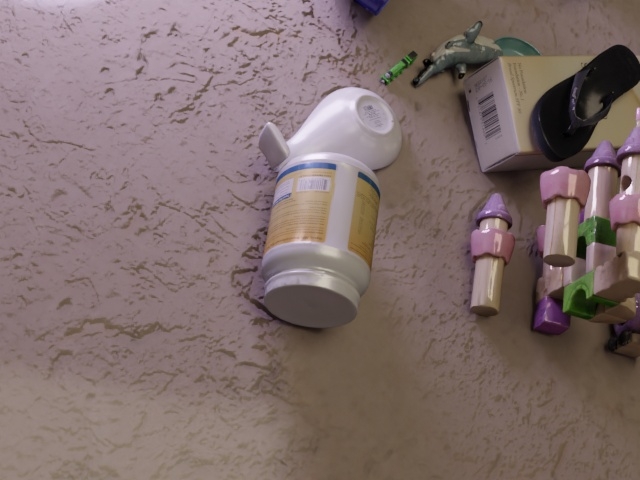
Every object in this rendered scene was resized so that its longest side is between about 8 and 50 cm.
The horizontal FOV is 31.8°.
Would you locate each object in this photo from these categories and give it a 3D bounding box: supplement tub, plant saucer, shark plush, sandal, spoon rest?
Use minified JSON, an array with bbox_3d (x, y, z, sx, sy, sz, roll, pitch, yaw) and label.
[{"bbox_3d":[0.000,0.000,1.482,0.144,0.144,0.199,18,59,-15],"label":"supplement tub"},{"bbox_3d":[0.321,-0.280,1.845,0.119,0.021,0.119,10,61,-19],"label":"plant saucer"},{"bbox_3d":[0.216,-0.287,1.774,0.161,0.073,0.067,-31,89,-33],"label":"shark plush"},{"bbox_3d":[0.402,-0.217,1.683,0.097,0.054,0.254,47,63,-7],"label":"sandal"},{"bbox_3d":[0.013,-0.151,1.618,0.276,0.084,0.137,-18,74,-44],"label":"spoon rest"}]

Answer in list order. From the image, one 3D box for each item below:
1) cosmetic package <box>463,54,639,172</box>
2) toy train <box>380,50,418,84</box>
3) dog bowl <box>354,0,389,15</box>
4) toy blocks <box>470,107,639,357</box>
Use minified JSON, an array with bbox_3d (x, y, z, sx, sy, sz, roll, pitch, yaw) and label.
[{"bbox_3d":[0.393,-0.202,1.770,0.309,0.113,0.160,-6,79,-26],"label":"cosmetic package"},{"bbox_3d":[0.123,-0.270,1.748,0.017,0.023,0.083,46,55,2],"label":"toy train"},{"bbox_3d":[0.124,-0.477,1.709,0.104,0.265,0.265,37,56,-6],"label":"dog bowl"},{"bbox_3d":[0.399,-0.019,1.587,0.309,0.288,0.260,16,65,-13],"label":"toy blocks"}]
